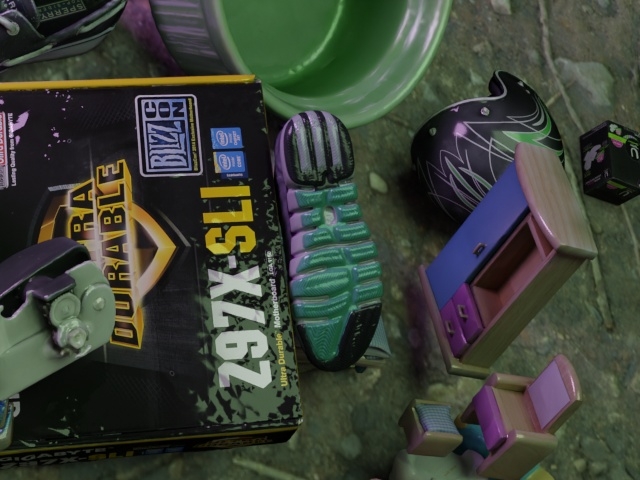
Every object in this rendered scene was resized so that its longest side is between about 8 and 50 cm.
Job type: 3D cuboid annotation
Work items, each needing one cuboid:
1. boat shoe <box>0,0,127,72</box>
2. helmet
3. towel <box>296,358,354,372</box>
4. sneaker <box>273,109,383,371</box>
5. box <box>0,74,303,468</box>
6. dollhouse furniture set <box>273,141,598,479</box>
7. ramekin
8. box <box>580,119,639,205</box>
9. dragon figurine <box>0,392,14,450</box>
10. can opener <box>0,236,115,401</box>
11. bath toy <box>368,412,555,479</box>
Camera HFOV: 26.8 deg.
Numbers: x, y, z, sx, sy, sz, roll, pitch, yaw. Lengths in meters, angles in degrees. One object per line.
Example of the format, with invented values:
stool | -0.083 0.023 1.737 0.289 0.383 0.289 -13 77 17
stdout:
boat shoe | -0.289 -0.194 1.188 0.301 0.102 0.108 -23 84 -42
helmet | 0.182 -0.090 1.459 0.169 0.169 0.161 44 33 -13
towel | -0.016 0.077 1.319 0.148 0.027 0.110 -1 69 -37
sneaker | 0.000 0.000 1.178 0.083 0.098 0.224 -5 92 -16
box | -0.162 0.021 1.140 0.257 0.079 0.322 -2 69 -13
dollhouse furniture set | 0.073 0.034 1.226 0.303 0.198 0.286 12 43 -26
ramekin | -0.025 -0.265 1.324 0.303 0.148 0.304 -9 105 -39
box | 0.364 -0.096 1.671 0.062 0.052 0.083 17 61 -29
dragon figurine | -0.300 0.171 0.967 0.144 0.085 0.289 3 65 -7
can opener | -0.262 0.093 0.936 0.280 0.093 0.074 -33 129 -34
bath toy | 0.080 0.292 1.234 0.151 0.129 0.348 27 35 34
